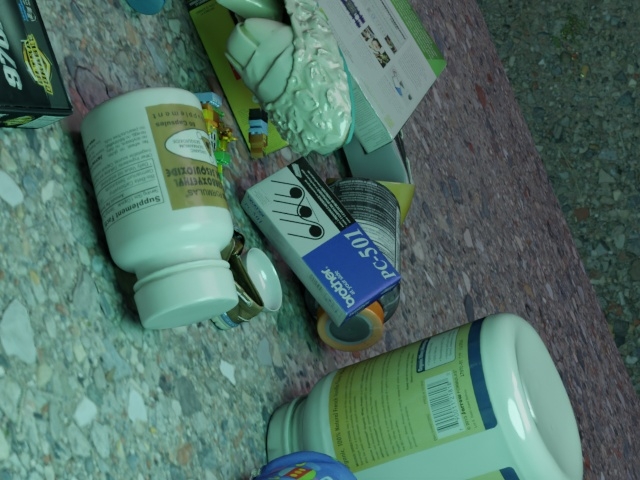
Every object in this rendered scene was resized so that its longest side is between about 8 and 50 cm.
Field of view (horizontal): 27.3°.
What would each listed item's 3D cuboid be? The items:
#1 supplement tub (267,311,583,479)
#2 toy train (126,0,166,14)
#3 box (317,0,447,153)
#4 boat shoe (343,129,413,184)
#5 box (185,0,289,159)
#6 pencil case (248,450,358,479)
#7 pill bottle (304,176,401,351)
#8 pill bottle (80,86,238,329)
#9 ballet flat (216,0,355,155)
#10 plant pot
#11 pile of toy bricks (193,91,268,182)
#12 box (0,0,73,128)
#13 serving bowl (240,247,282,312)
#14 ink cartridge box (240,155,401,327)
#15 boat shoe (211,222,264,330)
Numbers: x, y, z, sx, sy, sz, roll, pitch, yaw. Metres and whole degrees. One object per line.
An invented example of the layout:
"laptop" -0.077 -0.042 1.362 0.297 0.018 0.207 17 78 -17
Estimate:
"supplement tub" 0.120 0.234 1.533 0.228 0.316 0.228 50 28 -39
"toy train" -0.238 -0.404 1.600 0.248 0.105 0.143 55 38 -30
"box" 0.078 -0.300 2.025 0.232 0.058 0.322 57 33 -13
"boat shoe" 0.082 -0.185 2.120 0.306 0.113 0.105 68 12 17
"box" -0.100 -0.231 1.801 0.232 0.058 0.087 67 22 -3
"pencil case" -0.061 0.294 1.318 0.133 0.119 0.306 30 14 17
"pill bottle" 0.044 0.036 1.798 0.130 0.130 0.246 53 26 -34
"pill bottle" -0.162 -0.031 1.369 0.131 0.131 0.229 15 57 -64
"ballet flat" -0.073 -0.276 1.680 0.147 0.147 0.409 38 29 -52
"plant pot" 0.071 -0.041 1.965 0.134 0.134 0.095 5 90 -66
"pile of toy bricks" -0.129 -0.104 1.554 0.212 0.118 0.105 19 70 -75
"box" -0.331 -0.215 1.246 0.175 0.051 0.220 -7 77 -68
"serving bowl" -0.080 0.052 1.626 0.083 0.027 0.083 49 29 -40
"ink cartridge box" 0.000 0.000 1.682 0.097 0.046 0.207 -33 77 -27
"boat shoe" -0.119 0.010 1.518 0.183 0.066 0.066 64 21 -11
